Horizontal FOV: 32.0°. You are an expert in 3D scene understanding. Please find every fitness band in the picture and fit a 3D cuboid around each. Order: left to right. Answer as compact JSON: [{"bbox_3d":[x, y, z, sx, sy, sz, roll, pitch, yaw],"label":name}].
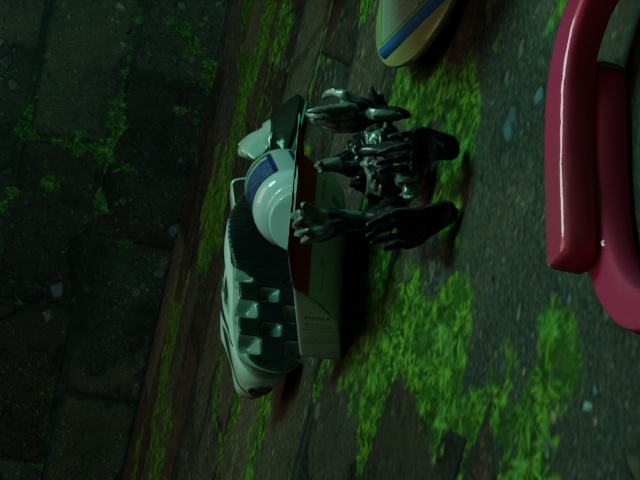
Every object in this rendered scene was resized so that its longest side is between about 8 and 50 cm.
[{"bbox_3d":[0.205,-0.084,0.656,0.209,0.054,0.291,131,147,-60],"label":"fitness band"}]

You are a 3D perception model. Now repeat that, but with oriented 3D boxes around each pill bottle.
[{"bbox_3d":[-0.040,-0.051,1.508,0.187,0.112,0.112,-116,40,-70],"label":"pill bottle"}]

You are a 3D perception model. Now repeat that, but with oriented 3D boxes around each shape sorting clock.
[{"bbox_3d":[0.115,-0.287,1.217,0.206,0.040,0.206,-167,90,-67],"label":"shape sorting clock"}]

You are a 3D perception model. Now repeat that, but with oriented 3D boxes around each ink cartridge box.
[{"bbox_3d":[0.000,0.000,1.274,0.232,0.066,0.189,93,180,-56],"label":"ink cartridge box"}]

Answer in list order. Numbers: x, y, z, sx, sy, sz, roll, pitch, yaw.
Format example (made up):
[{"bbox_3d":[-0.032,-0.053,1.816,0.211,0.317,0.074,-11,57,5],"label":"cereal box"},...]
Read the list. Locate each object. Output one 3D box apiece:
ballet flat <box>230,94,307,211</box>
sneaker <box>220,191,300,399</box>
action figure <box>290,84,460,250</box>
[{"bbox_3d":[-0.093,-0.109,1.815,0.095,0.096,0.280,174,108,-77],"label":"ballet flat"},{"bbox_3d":[-0.096,0.074,1.613,0.146,0.122,0.330,121,157,-50],"label":"sneaker"},{"bbox_3d":[0.043,-0.074,1.131,0.275,0.141,0.164,-145,56,-74],"label":"action figure"}]
